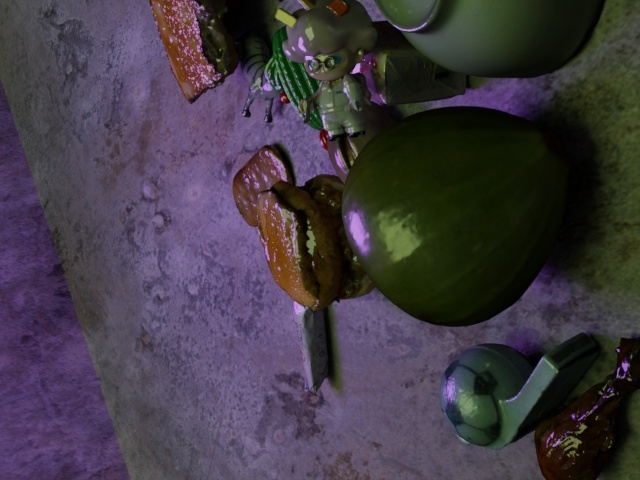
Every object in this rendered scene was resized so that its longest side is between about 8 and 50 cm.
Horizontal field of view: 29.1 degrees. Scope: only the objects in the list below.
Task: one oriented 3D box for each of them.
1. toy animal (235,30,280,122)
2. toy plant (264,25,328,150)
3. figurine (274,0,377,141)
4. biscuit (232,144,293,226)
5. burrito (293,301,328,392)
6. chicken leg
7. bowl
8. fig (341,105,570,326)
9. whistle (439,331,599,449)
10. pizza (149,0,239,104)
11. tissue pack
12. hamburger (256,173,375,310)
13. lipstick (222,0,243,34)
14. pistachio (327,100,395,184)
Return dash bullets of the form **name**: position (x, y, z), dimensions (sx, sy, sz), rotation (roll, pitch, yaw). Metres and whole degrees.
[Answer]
- **toy animal**: position (-0.103, -0.307, 2.229), dimensions (0.217, 0.073, 0.176), rotation (64, 145, 28)
- **toy plant**: position (0.000, -0.257, 2.049), dimensions (0.240, 0.088, 0.154), rotation (48, 126, 19)
- **figurine**: position (0.019, -0.252, 1.685), dimensions (0.137, 0.112, 0.229), rotation (-7, 99, 33)
- **biscuit**: position (-0.114, -0.105, 2.399), dimensions (0.118, 0.029, 0.247), rotation (63, 151, 5)
- **burrito**: position (-0.016, 0.191, 2.343), dimensions (0.064, 0.064, 0.203), rotation (23, 125, 56)
- **chicken leg**: position (0.367, 0.229, 1.646), dimensions (0.304, 0.093, 0.113), rotation (110, 147, -43)
- **bowl**: position (0.176, -0.364, 1.559), dimensions (0.354, 0.185, 0.353), rotation (38, 136, 48)
- **fig**: position (0.192, -0.044, 1.626), dimensions (0.316, 0.316, 0.316), rotation (37, 136, 48)
- **whistle**: position (0.259, 0.201, 1.756), dimensions (0.163, 0.163, 0.289), rotation (56, 141, 30)
- **pizza**: position (-0.224, -0.391, 2.233), dimensions (0.223, 0.089, 0.323), rotation (25, 137, 49)
- **tissue pack**: position (0.100, -0.262, 1.794), dimensions (0.196, 0.148, 0.092), rotation (29, 125, 53)
- **hamburger**: position (0.000, 0.000, 2.111), dimensions (0.244, 0.163, 0.244), rotation (51, 152, 40)
- **lipstick**: position (-0.196, -0.420, 2.325), dimensions (0.080, 0.080, 0.241), rotation (62, 150, 20)
- **pistachio**: position (0.079, -0.137, 1.944), dimensions (0.124, 0.124, 0.185), rotation (-21, 92, 62)
